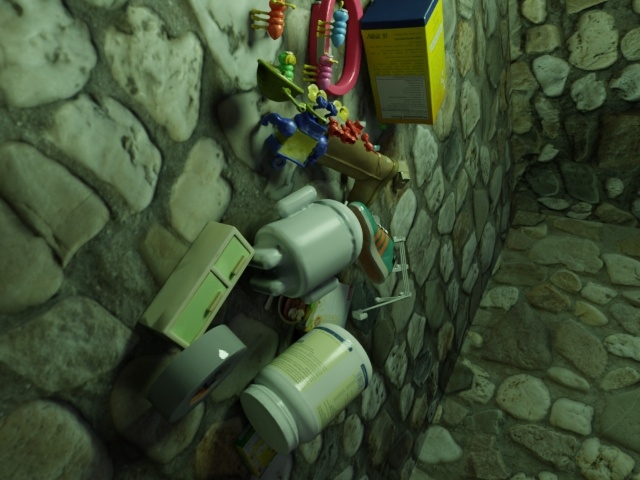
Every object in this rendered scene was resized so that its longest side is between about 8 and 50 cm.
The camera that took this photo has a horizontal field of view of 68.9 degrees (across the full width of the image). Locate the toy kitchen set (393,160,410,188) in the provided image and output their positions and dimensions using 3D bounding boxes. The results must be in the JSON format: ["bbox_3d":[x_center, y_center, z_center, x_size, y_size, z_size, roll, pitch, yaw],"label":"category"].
[{"bbox_3d":[0.289,-0.252,1.788,0.068,0.075,0.083,-1,65,-20],"label":"toy kitchen set"}]

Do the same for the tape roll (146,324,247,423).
[{"bbox_3d":[-0.262,0.286,1.009,0.219,0.072,0.219,-46,168,-12],"label":"tape roll"}]

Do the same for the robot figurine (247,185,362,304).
[{"bbox_3d":[-0.030,0.014,1.215,0.353,0.199,0.300,-28,117,-36],"label":"robot figurine"}]

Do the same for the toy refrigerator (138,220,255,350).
[{"bbox_3d":[-0.261,0.097,1.025,0.270,0.094,0.102,-60,143,-24],"label":"toy refrigerator"}]

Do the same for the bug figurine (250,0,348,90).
[{"bbox_3d":[-0.032,-0.474,1.130,0.279,0.072,0.216,-13,118,-37],"label":"bug figurine"}]

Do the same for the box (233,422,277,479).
[{"bbox_3d":[-0.183,0.608,1.365,0.105,0.043,0.179,-46,133,-38],"label":"box"}]

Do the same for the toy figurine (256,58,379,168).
[{"bbox_3d":[-0.057,-0.247,1.132,0.217,0.191,0.362,-43,146,24],"label":"toy figurine"}]

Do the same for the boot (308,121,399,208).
[{"bbox_3d":[0.072,-0.209,1.396,0.269,0.089,0.236,20,118,-36],"label":"boot"}]

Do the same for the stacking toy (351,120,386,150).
[{"bbox_3d":[0.151,-0.305,1.544,0.221,0.052,0.167,-16,116,-55],"label":"stacking toy"}]

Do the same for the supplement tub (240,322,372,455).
[{"bbox_3d":[-0.038,0.410,1.314,0.324,0.235,0.236,-32,127,-34],"label":"supplement tub"}]

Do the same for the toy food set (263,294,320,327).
[{"bbox_3d":[-0.067,0.178,1.346,0.192,0.038,0.132,31,78,-41],"label":"toy food set"}]

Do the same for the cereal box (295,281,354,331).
[{"bbox_3d":[0.021,0.214,1.526,0.240,0.047,0.173,21,83,-57],"label":"cereal box"}]

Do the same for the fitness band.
[{"bbox_3d":[0.048,-0.556,1.302,0.209,0.054,0.291,-14,114,-56],"label":"fitness band"}]

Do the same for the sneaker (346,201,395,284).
[{"bbox_3d":[0.162,-0.010,1.496,0.121,0.108,0.302,-47,128,-36],"label":"sneaker"}]

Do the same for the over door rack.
[{"bbox_3d":[0.197,0.121,1.669,0.324,0.108,0.240,-13,97,-45],"label":"over door rack"}]

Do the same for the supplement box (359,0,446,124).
[{"bbox_3d":[0.271,-0.563,1.455,0.195,0.194,0.357,-63,150,-33],"label":"supplement box"}]
